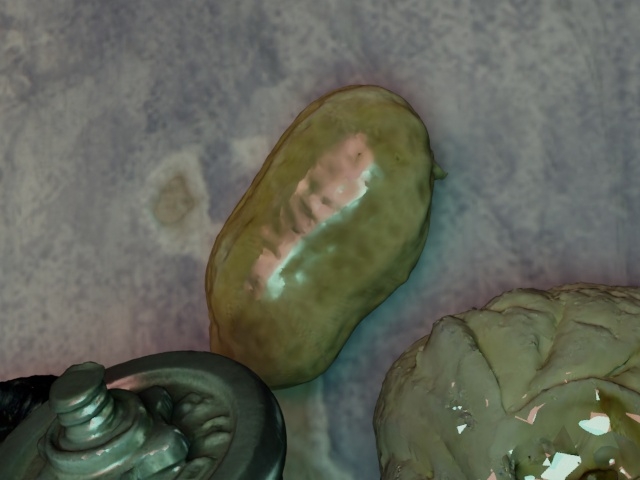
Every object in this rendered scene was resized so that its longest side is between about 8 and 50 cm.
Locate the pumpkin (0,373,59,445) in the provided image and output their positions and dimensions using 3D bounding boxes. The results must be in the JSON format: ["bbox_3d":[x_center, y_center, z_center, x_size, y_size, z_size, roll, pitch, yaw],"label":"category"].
[{"bbox_3d":[-0.188,0.196,0.921,0.233,0.163,0.233,-9,40,8],"label":"pumpkin"}]

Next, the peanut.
[{"bbox_3d":[0.000,0.000,0.948,0.129,0.129,0.224,40,101,21],"label":"peanut"}]

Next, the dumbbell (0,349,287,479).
[{"bbox_3d":[-0.053,0.232,0.778,0.179,0.406,0.179,-17,30,10],"label":"dumbbell"}]

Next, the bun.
[{"bbox_3d":[0.148,0.159,0.823,0.281,0.205,0.281,-4,78,18],"label":"bun"}]
